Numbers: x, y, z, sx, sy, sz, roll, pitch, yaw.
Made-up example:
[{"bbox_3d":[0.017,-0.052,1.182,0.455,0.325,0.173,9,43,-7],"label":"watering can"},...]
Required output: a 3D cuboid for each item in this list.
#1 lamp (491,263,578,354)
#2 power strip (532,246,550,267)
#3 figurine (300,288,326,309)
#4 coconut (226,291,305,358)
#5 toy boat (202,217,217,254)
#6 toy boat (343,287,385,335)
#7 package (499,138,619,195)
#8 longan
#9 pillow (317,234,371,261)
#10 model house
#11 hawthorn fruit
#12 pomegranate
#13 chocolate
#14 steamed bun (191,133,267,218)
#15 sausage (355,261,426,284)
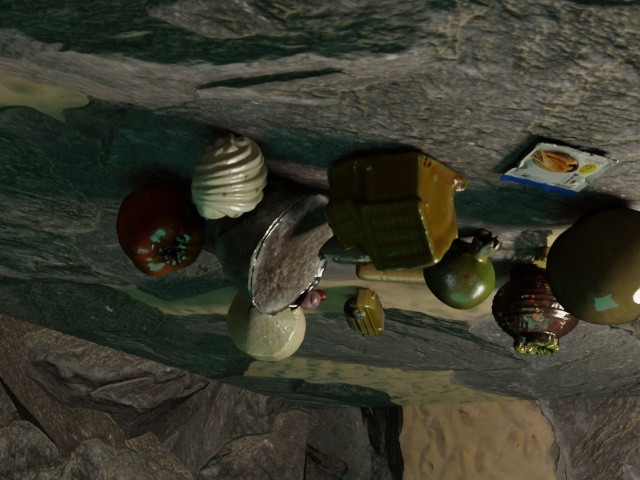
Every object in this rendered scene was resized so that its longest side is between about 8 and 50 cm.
[{"bbox_3d":[0.570,0.185,2.132,0.247,0.247,0.247,5,159,2],"label":"lamp"},{"bbox_3d":[0.680,0.060,2.033,0.305,0.044,0.064,9,158,-5],"label":"power strip"},{"bbox_3d":[-0.035,0.181,2.478,0.083,0.071,0.067,-24,103,39],"label":"figurine"},{"bbox_3d":[-0.167,0.247,2.463,0.239,0.239,0.244,2,163,10],"label":"coconut"},{"bbox_3d":[-0.213,0.006,2.090,0.206,0.096,0.282,4,172,23],"label":"toy boat"},{"bbox_3d":[0.133,0.230,2.533,0.115,0.089,0.310,3,159,13],"label":"toy boat"},{"bbox_3d":[0.467,-0.140,1.592,0.171,0.027,0.173,10,155,-11],"label":"package"},{"bbox_3d":[0.614,0.054,1.735,0.258,0.258,0.258,5,159,2],"label":"longan"},{"bbox_3d":[0.108,-0.022,1.750,0.169,0.255,0.059,12,121,18],"label":"pillow"},{"bbox_3d":[0.145,-0.045,1.624,0.268,0.239,0.173,-6,156,23],"label":"model house"},{"bbox_3d":[-0.377,-0.048,1.852,0.207,0.243,0.207,-18,132,-21],"label":"hawthorn fruit"},{"bbox_3d":[0.362,0.076,1.985,0.210,0.179,0.179,-21,148,27],"label":"pomegranate"},{"bbox_3d":[-0.126,-0.008,1.789,0.213,0.303,0.303,30,172,30],"label":"chocolate"},{"bbox_3d":[-0.171,-0.121,1.596,0.106,0.183,0.183,22,165,22],"label":"steamed bun"},{"bbox_3d":[0.244,0.087,2.179,0.301,0.066,0.066,3,159,10],"label":"sausage"}]
